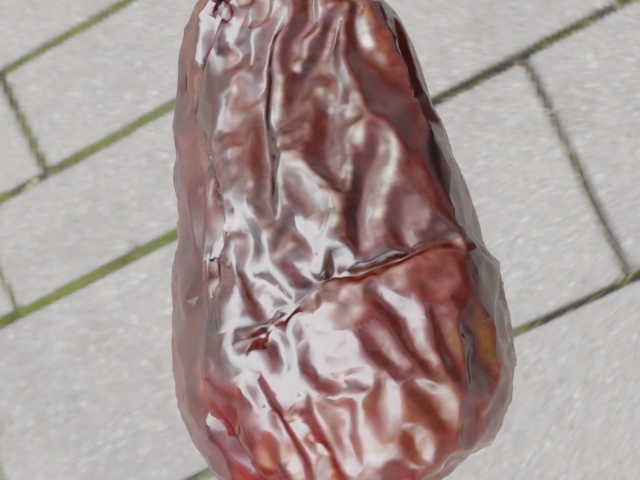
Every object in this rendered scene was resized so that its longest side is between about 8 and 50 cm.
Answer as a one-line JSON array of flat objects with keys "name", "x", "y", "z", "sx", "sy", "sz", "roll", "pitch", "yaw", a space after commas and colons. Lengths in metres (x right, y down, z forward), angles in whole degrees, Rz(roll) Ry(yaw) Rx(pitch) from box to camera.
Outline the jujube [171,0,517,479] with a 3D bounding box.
[{"name": "jujube", "x": 0.000, "y": 0.000, "z": 1.082, "sx": 0.216, "sy": 0.216, "sz": 0.342, "roll": -17, "pitch": 75, "yaw": 18}]
